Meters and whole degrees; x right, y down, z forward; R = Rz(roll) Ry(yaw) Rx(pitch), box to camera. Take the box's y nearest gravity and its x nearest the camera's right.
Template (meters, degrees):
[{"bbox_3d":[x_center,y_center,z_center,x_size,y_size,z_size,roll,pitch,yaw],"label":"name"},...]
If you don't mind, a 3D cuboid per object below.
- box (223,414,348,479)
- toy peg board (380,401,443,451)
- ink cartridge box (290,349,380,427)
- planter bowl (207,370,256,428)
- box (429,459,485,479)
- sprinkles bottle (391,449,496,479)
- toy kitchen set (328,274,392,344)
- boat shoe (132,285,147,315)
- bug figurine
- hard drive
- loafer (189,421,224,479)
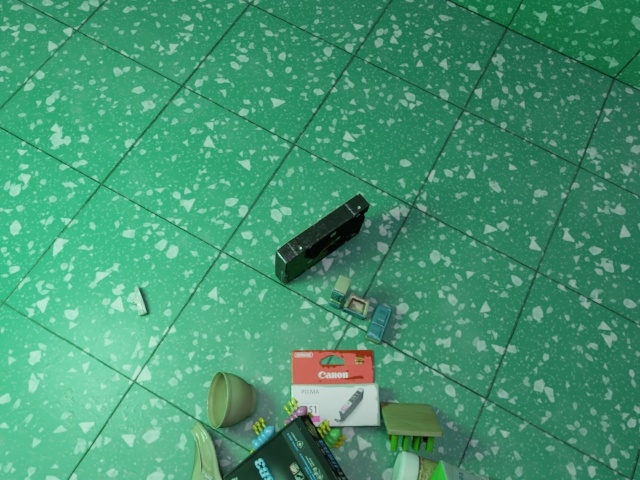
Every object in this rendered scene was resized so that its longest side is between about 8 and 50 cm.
[{"bbox_3d":[-0.077,0.680,1.430,0.293,0.073,0.296,-40,66,9],"label":"box"},{"bbox_3d":[0.266,0.566,1.602,0.161,0.161,0.079,4,102,-4],"label":"toy peg board"},{"bbox_3d":[0.044,0.458,1.657,0.274,0.060,0.239,1,69,-5],"label":"ink cartridge box"},{"bbox_3d":[-0.258,0.476,1.580,0.109,0.162,0.162,12,65,-29],"label":"planter bowl"},{"bbox_3d":[0.379,0.777,1.431,0.231,0.127,0.262,24,100,-1],"label":"box"},{"bbox_3d":[0.391,0.723,1.548,0.355,0.121,0.121,17,68,1],"label":"sprinkles bottle"},{"bbox_3d":[0.126,0.223,1.699,0.207,0.166,0.122,22,68,4],"label":"toy kitchen set"},{"bbox_3d":[-0.592,0.196,1.717,0.035,0.035,0.100,-19,78,-15],"label":"boat shoe"},{"bbox_3d":[-0.060,0.594,1.541,0.279,0.072,0.216,37,92,1],"label":"bug figurine"},{"bbox_3d":[0.000,0.000,1.740,0.338,0.237,0.064,-36,75,-16],"label":"hard drive"},{"bbox_3d":[-0.331,0.657,1.518,0.092,0.102,0.269,-17,71,-18],"label":"loafer"}]
